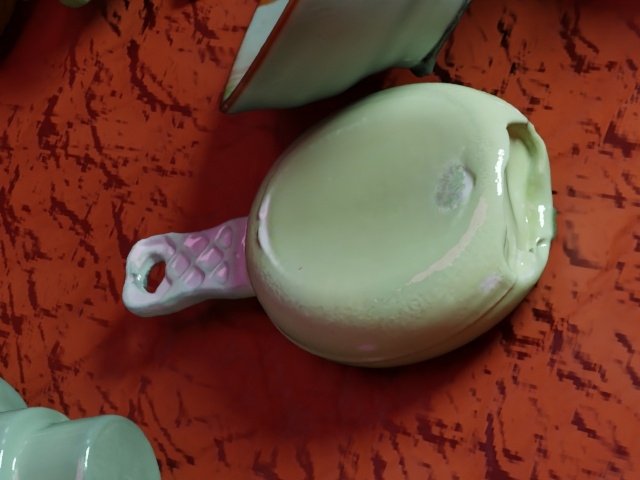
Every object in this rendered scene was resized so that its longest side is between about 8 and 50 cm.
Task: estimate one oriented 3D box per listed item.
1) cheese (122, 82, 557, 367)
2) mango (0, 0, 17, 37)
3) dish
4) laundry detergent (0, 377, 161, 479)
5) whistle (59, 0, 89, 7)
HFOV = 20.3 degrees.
[{"bbox_3d":[0.000,0.000,0.854,0.227,0.064,0.137,-12,56,30],"label":"cheese"},{"bbox_3d":[-0.218,-0.184,1.089,0.084,0.105,0.159,-12,68,-1],"label":"mango"},{"bbox_3d":[0.044,-0.162,0.862,0.260,0.085,0.260,-62,9,16],"label":"dish"},{"bbox_3d":[-0.263,0.134,0.917,0.398,0.125,0.264,-14,56,26],"label":"laundry detergent"},{"bbox_3d":[-0.105,-0.230,1.023,0.227,0.085,0.105,-52,45,5],"label":"whistle"}]
